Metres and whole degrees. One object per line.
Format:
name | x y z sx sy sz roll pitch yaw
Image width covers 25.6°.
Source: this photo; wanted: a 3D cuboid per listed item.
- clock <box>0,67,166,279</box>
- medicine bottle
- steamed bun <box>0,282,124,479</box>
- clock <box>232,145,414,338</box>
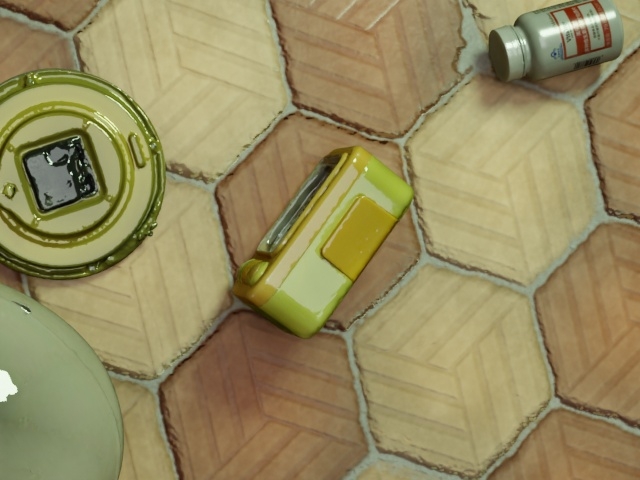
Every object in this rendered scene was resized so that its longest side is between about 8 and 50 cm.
clock | -0.282 -0.073 1.520 0.237 0.057 0.237 0 89 -11
medicine bottle | 0.267 -0.228 1.603 0.140 0.079 0.079 -16 91 -9
steamed bun | -0.379 0.189 1.368 0.373 0.334 0.334 23 85 -4
clock | 0.000 0.000 1.520 0.096 0.143 0.202 38 82 -9
